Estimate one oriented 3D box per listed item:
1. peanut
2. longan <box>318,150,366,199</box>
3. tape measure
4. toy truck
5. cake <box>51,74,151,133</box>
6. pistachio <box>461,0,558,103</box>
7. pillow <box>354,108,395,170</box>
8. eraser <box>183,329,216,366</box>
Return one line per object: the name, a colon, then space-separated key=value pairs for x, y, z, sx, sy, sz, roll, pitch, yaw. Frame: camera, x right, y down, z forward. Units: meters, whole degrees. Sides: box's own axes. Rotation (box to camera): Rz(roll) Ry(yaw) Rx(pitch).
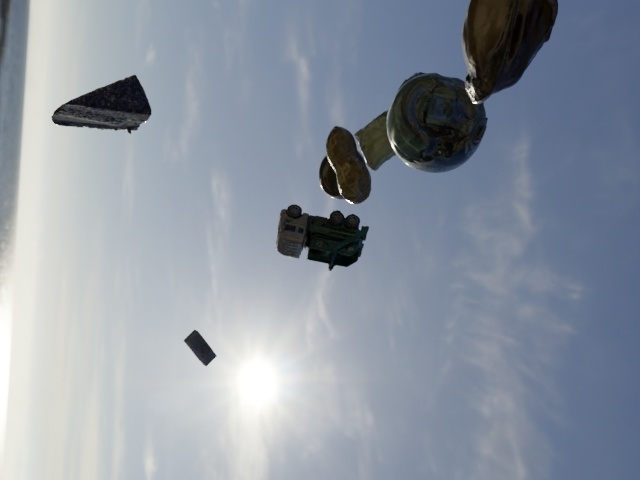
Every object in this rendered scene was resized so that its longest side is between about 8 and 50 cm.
peanut: x=0.066 y=-0.181 z=1.923 sx=0.193 sy=0.089 sz=0.089 roll=66 pitch=-23 yaw=-1
longan: x=0.073 y=-0.231 z=2.728 sx=0.189 sy=0.189 sz=0.189 roll=-177 pitch=-90 yaw=-69
tape measure: x=0.302 y=-0.318 z=2.101 sx=0.147 sy=0.256 sz=0.275 roll=102 pitch=-2 yaw=-67
toy truck: x=0.000 y=0.000 z=1.922 sx=0.110 sy=0.215 sz=0.116 roll=104 pitch=-3 yaw=-51
cake: x=-0.570 y=-0.363 z=2.063 sx=0.112 sy=0.246 sz=0.135 roll=-34 pitch=-116 yaw=46
pistachio: x=0.269 y=-0.301 z=1.188 sx=0.165 sy=0.130 sz=0.210 roll=-64 pitch=175 yaw=-76
pillow: x=0.197 y=-0.301 z=2.302 sx=0.229 sy=0.051 sz=0.128 roll=-32 pitch=-93 yaw=42
eraser: x=-0.270 y=0.242 z=1.811 sx=0.019 sy=0.038 sz=0.083 roll=11 pitch=-39 yaw=52
